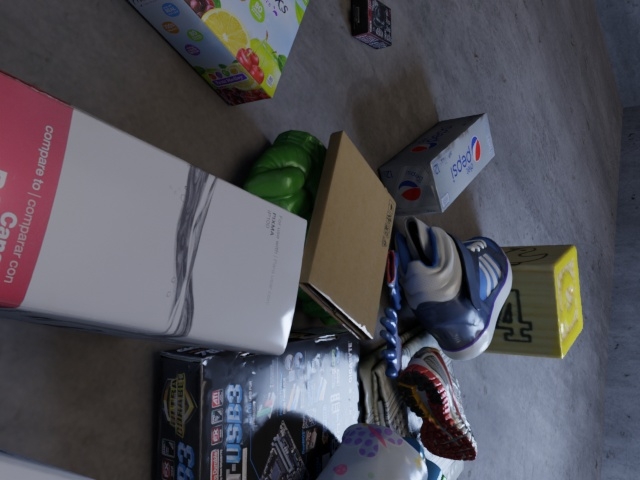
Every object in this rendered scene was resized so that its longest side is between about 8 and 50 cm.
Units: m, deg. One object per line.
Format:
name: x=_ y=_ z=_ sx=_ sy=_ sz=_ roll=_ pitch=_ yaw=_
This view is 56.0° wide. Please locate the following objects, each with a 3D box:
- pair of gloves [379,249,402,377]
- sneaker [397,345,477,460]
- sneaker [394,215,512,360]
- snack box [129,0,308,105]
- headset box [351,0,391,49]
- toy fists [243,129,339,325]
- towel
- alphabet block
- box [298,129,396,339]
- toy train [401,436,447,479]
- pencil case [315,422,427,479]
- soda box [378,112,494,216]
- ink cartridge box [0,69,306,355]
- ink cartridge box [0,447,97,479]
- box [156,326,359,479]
pair of gloves: x=0.103 y=0.101 z=0.874 sx=0.159 sy=0.023 sz=0.198 roll=60 pitch=30 yaw=-69
sneaker: x=0.201 y=0.266 z=0.964 sx=0.092 sy=0.088 sz=0.225 roll=-54 pitch=128 yaw=-47
sneaker: x=0.231 y=0.026 z=1.063 sx=0.236 sy=0.130 sz=0.322 roll=58 pitch=36 yaw=-23
snack box: x=-0.109 y=-0.281 z=0.650 sx=0.207 sy=0.070 sz=0.174 roll=44 pitch=54 yaw=-45
headset box: x=0.079 y=-0.345 z=0.950 sx=0.083 sy=0.032 sz=0.062 roll=0 pitch=88 yaw=-54
toy fists: x=0.000 y=0.000 z=0.767 sx=0.279 sy=0.096 sz=0.142 roll=57 pitch=46 yaw=-37
towel: x=0.162 y=0.312 z=1.009 sx=0.324 sy=0.056 sz=0.311 roll=-16 pitch=101 yaw=-53
alphabet block: x=0.420 y=0.121 z=1.260 sx=0.192 sy=0.197 sz=0.193 roll=-24 pitch=107 yaw=-53
box: x=0.038 y=-0.004 z=0.720 sx=0.164 sy=0.021 sz=0.201 roll=46 pitch=49 yaw=-47
toy train: x=0.099 y=0.398 z=0.801 sx=0.248 sy=0.105 sz=0.143 roll=-48 pitch=118 yaw=-42
pencil case: x=0.018 y=0.329 z=0.640 sx=0.273 sy=0.114 sz=0.124 roll=-50 pitch=141 yaw=-42
soda box: x=0.216 y=-0.140 z=1.073 sx=0.286 sy=0.098 sz=0.091 roll=-41 pitch=119 yaw=-48
ink cartridge box: x=-0.174 y=0.001 z=0.424 sx=0.283 sy=0.207 sz=0.117 roll=25 pitch=69 yaw=-51
ink cartridge box: x=-0.266 y=0.139 z=0.329 sx=0.219 sy=0.160 sz=0.092 roll=42 pitch=55 yaw=-44
box: x=-0.056 y=0.258 z=0.692 sx=0.293 sy=0.073 sz=0.295 roll=2 pitch=87 yaw=-54
